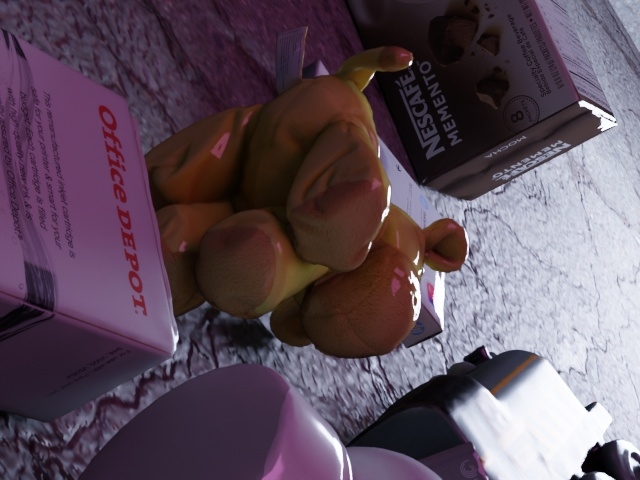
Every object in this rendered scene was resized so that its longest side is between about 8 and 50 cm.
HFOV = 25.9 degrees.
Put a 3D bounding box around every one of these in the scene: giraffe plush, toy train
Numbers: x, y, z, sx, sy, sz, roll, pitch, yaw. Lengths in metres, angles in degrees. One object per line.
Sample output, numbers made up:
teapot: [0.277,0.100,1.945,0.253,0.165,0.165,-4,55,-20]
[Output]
giraffe plush: [0.000,0.000,0.832,0.170,0.181,0.210,59,38,-36]
toy train: [0.131,0.170,0.950,0.190,0.142,0.334,55,23,7]

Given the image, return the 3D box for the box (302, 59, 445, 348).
box: [0.033,-0.030,1.075,0.186,0.038,0.145,48,27,-26]

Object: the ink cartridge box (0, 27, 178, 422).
ink cartridge box: [-0.167,-0.022,0.598,0.208,0.087,0.153,29,40,-50]

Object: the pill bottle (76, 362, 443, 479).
pill bottle: [0.026,0.208,0.633,0.318,0.176,0.176,50,26,-24]

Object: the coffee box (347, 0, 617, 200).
coffee box: [0.134,-0.208,1.313,0.119,0.168,0.297,11,56,-61]

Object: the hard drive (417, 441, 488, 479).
hard drive: [0.040,0.177,0.770,0.022,0.135,0.094,119,-48,-67]
